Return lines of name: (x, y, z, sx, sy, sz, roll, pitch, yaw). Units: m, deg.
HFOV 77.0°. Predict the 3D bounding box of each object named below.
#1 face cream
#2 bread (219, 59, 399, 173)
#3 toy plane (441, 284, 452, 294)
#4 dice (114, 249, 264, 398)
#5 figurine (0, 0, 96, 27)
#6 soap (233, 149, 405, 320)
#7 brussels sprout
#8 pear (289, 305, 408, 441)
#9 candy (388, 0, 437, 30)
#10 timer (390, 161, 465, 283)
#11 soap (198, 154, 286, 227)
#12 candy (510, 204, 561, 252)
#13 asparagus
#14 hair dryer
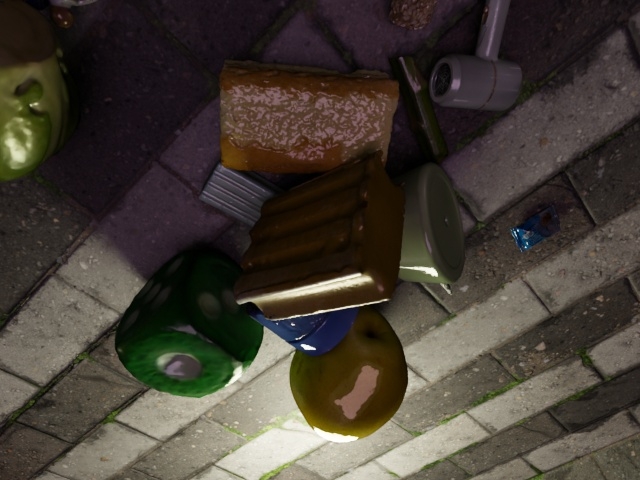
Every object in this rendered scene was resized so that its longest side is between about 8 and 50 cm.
face cream: (-0.052, 0.154, 1.099, 0.225, 0.249, 0.249, 37, 114, -23)
bread: (-0.029, -0.254, 0.885, 0.374, 0.165, 0.237, 1, 126, -6)
toy plane: (0.340, 0.080, 1.190, 0.159, 0.082, 0.234, -34, 134, 6)
dice: (-0.345, 0.225, 1.101, 0.287, 0.300, 0.297, -31, 121, 20)
figurine: (-0.507, -0.482, 0.734, 0.274, 0.133, 0.194, -27, 104, 24)
soap: (0.000, 0.000, 0.846, 0.334, 0.294, 0.156, -18, 137, 34)
brussels sprout: (-0.616, -0.274, 0.747, 0.370, 0.276, 0.315, -6, 113, 35)
pear: (0.086, 0.400, 1.207, 0.362, 0.363, 0.419, 16, 122, -14)
candy: (0.186, -0.480, 0.802, 0.095, 0.085, 0.110, -2, 134, -10)
timer: (0.172, -0.017, 1.027, 0.315, 0.291, 0.291, -12, 127, 33)
soap: (-0.192, -0.115, 1.022, 0.197, 0.067, 0.119, 29, 117, -21)
candy: (0.621, -0.033, 1.153, 0.136, 0.038, 0.088, -32, 107, 8)
asparagus: (0.232, -0.304, 0.935, 0.067, 0.060, 0.278, -14, 124, 24)
hair dryer: (0.343, -0.456, 0.824, 0.172, 0.107, 0.358, -2, 112, -19)
